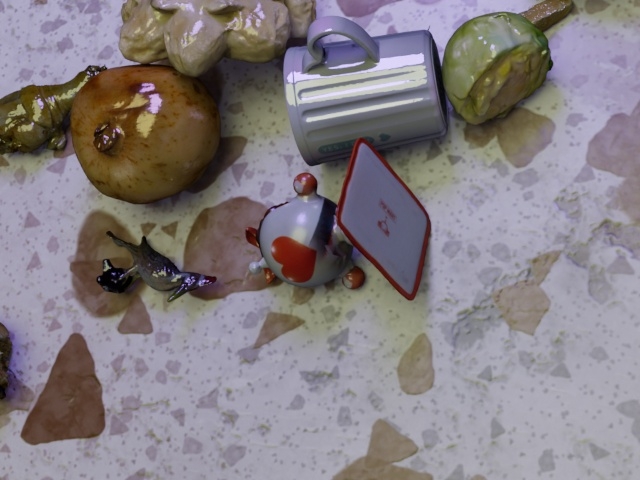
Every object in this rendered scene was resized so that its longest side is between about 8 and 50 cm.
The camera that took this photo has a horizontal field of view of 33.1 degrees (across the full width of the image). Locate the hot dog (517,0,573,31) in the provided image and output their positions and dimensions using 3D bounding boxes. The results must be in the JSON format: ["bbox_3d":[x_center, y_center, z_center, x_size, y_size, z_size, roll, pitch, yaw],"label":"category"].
[{"bbox_3d":[0.308,-0.309,1.492,0.090,0.034,0.030,-28,57,-9],"label":"hot dog"}]

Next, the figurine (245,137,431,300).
[{"bbox_3d":[0.000,0.000,1.461,0.226,0.183,0.160,-18,40,34],"label":"figurine"}]

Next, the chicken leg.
[{"bbox_3d":[-0.427,-0.201,1.690,0.228,0.088,0.103,-20,61,6],"label":"chicken leg"}]

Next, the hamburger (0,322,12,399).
[{"bbox_3d":[-0.529,0.163,1.587,0.185,0.159,0.131,-3,72,38],"label":"hamburger"}]

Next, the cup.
[{"bbox_3d":[0.059,-0.201,1.451,0.202,0.221,0.166,-9,85,13],"label":"cup"}]

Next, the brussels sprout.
[{"bbox_3d":[0.222,-0.241,1.446,0.152,0.149,0.122,-35,56,-5],"label":"brussels sprout"}]

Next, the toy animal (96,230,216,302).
[{"bbox_3d":[-0.243,0.044,1.570,0.202,0.070,0.105,10,61,24],"label":"toy animal"}]

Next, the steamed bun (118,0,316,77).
[{"bbox_3d":[-0.158,-0.347,1.532,0.296,0.137,0.292,9,41,18],"label":"steamed bun"}]

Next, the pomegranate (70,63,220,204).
[{"bbox_3d":[-0.258,-0.159,1.542,0.215,0.215,0.215,-5,75,17],"label":"pomegranate"}]
